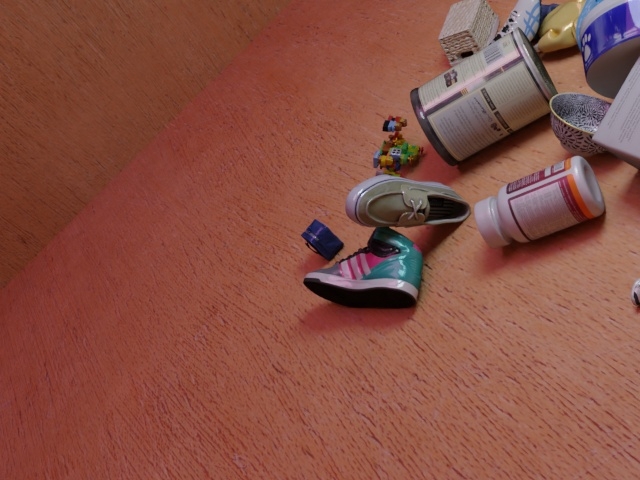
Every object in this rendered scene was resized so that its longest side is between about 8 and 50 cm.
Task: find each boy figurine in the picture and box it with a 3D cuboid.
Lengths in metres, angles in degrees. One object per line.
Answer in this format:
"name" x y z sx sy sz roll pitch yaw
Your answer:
"boy figurine" 0.585 -0.510 1.957 0.177 0.092 0.285 -50 32 -4

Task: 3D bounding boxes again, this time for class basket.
"basket" 0.395 -0.563 2.225 0.113 0.103 0.167 -11 43 41

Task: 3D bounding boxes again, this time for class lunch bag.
"lunch bag" 0.000 0.000 2.012 0.065 0.098 0.067 -50 37 -5

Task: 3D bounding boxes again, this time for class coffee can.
"coffee can" 0.370 -0.319 1.869 0.275 0.201 0.202 -28 34 23

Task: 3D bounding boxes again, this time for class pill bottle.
"pill bottle" 0.416 -0.067 1.592 0.221 0.121 0.121 -23 37 30

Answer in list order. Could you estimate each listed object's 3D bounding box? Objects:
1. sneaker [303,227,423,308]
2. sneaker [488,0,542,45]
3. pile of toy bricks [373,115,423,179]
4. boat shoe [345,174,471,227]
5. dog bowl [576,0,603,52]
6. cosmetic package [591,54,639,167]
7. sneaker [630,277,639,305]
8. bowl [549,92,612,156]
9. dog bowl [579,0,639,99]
"sneaker" 0.105 0.044 1.810 0.295 0.124 0.178 1 57 40
"sneaker" 0.456 -0.488 1.981 0.085 0.086 0.237 -119 42 -55
"pile of toy bricks" 0.202 -0.221 2.060 0.105 0.118 0.212 8 41 14
"boat shoe" 0.190 -0.079 1.743 0.094 0.302 0.109 26 116 49
"dog bowl" 0.652 -0.506 1.793 0.297 0.166 0.074 -63 22 -10
"cosmetic package" 0.653 -0.175 1.369 0.197 0.155 0.365 -61 31 10
"sneaker" 0.542 0.073 1.366 0.037 0.032 0.083 13 63 54
"bowl" 0.528 -0.220 1.660 0.170 0.170 0.080 -92 11 -51
"dog bowl" 0.627 -0.368 1.559 0.264 0.265 0.104 -16 65 38
